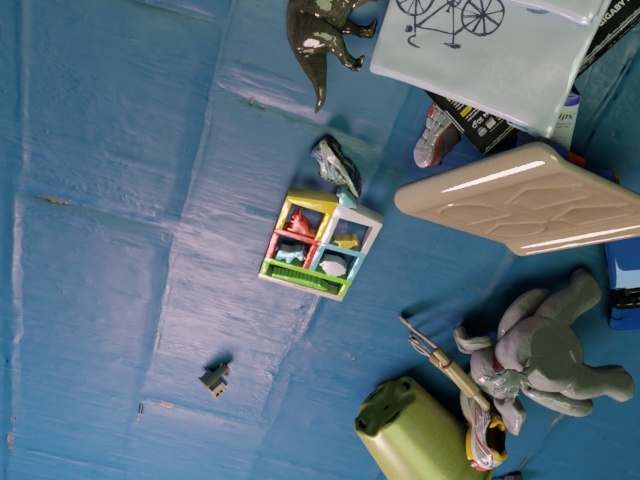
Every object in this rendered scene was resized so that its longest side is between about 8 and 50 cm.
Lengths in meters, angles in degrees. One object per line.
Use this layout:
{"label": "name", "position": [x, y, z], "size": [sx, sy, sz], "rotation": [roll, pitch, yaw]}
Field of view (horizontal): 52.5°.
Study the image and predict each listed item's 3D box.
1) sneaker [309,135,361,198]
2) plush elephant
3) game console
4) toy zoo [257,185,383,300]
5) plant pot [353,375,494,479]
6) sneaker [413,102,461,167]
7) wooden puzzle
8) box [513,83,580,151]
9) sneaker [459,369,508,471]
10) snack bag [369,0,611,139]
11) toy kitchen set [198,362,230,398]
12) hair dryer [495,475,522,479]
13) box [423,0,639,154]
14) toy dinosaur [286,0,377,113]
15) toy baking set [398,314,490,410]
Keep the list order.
{"label": "sneaker", "position": [0.029, -0.132, 1.221], "size": [0.058, 0.052, 0.135], "rotation": [-23, 114, 31]}
{"label": "plush elephant", "position": [0.427, 0.250, 1.353], "size": [0.330, 0.255, 0.271], "rotation": [-19, 83, -20]}
{"label": "game console", "position": [0.718, 0.053, 1.284], "size": [0.293, 0.173, 0.250], "rotation": [-8, 153, 17]}
{"label": "toy zoo", "position": [0.000, 0.000, 1.295], "size": [0.193, 0.030, 0.293], "rotation": [16, 134, -7]}
{"label": "plant pot", "position": [0.223, 0.467, 1.519], "size": [0.276, 0.276, 0.254], "rotation": [-33, 105, 24]}
{"label": "sneaker", "position": [0.225, -0.200, 1.158], "size": [0.065, 0.061, 0.157], "rotation": [3, 132, -32]}
{"label": "wooden puzzle", "position": [0.355, -0.073, 1.107], "size": [0.348, 0.080, 0.322], "rotation": [19, 159, -33]}
{"label": "box", "position": [0.375, -0.204, 1.089], "size": [0.072, 0.126, 0.137], "rotation": [2, 125, 5]}
{"label": "sneaker", "position": [0.376, 0.393, 1.450], "size": [0.088, 0.225, 0.093], "rotation": [12, 149, -26]}
{"label": "snack bag", "position": [0.239, -0.353, 0.919], "size": [0.323, 0.037, 0.342], "rotation": [27, 113, 21]}
{"label": "toy kitchen set", "position": [-0.236, 0.347, 1.570], "size": [0.068, 0.083, 0.075], "rotation": [-41, 122, -18]}
{"label": "hair dryer", "position": [0.431, 0.745, 1.789], "size": [0.294, 0.080, 0.223], "rotation": [-10, 125, 12]}
{"label": "box", "position": [0.284, -0.327, 0.965], "size": [0.322, 0.079, 0.257], "rotation": [-46, 76, 29]}
{"label": "toy dinosaur", "position": [0.010, -0.364, 1.031], "size": [0.161, 0.121, 0.313], "rotation": [19, 130, 5]}
{"label": "toy baking set", "position": [0.260, 0.269, 1.395], "size": [0.030, 0.197, 0.256], "rotation": [-43, 98, -8]}
